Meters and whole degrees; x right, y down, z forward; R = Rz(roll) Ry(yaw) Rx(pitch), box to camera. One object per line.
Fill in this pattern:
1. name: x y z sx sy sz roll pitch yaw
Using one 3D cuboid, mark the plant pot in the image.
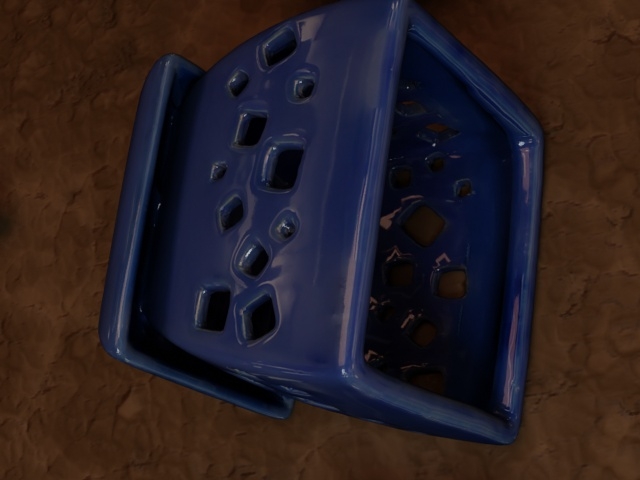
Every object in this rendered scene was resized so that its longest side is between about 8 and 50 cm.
1. plant pot: 0.000 0.000 0.866 0.212 0.236 0.236 -3 71 31
